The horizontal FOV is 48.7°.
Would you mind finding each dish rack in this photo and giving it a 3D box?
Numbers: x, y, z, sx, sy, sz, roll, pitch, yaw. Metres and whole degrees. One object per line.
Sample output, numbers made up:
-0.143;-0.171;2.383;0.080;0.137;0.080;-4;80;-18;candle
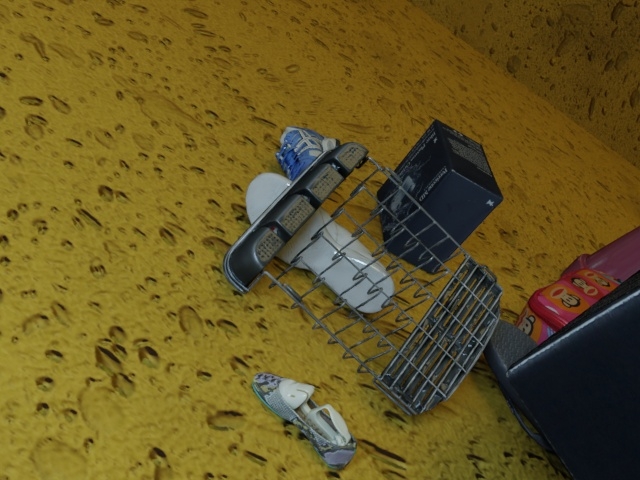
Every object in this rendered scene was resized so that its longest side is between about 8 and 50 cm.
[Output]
0.059;0.041;0.754;0.271;0.074;0.208;44;65;-5;dish rack

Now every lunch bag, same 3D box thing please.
0.419;0.159;0.984;0.258;0.120;0.293;38;29;28;lunch bag

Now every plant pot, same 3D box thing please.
0.573;0.070;1.274;0.201;0.180;0.201;29;30;-19;plant pot

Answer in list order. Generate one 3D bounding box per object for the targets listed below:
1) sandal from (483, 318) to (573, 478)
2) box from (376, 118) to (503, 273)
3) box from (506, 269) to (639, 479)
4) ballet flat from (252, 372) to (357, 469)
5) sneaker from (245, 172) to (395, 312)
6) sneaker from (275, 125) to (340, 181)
0.271;0.214;0.864;0.097;0.054;0.254;-17;70;-49;sandal
0.166;-0.065;1.027;0.093;0.156;0.158;27;31;-19;box
0.499;0.191;0.649;0.472;0.297;0.479;-16;69;-49;box
-0.010;0.151;0.632;0.114;0.041;0.041;43;29;10;ballet flat
0.000;0.000;0.845;0.212;0.080;0.094;43;16;-3;sneaker
-0.024;-0.097;0.952;0.081;0.080;0.211;26;21;-10;sneaker
